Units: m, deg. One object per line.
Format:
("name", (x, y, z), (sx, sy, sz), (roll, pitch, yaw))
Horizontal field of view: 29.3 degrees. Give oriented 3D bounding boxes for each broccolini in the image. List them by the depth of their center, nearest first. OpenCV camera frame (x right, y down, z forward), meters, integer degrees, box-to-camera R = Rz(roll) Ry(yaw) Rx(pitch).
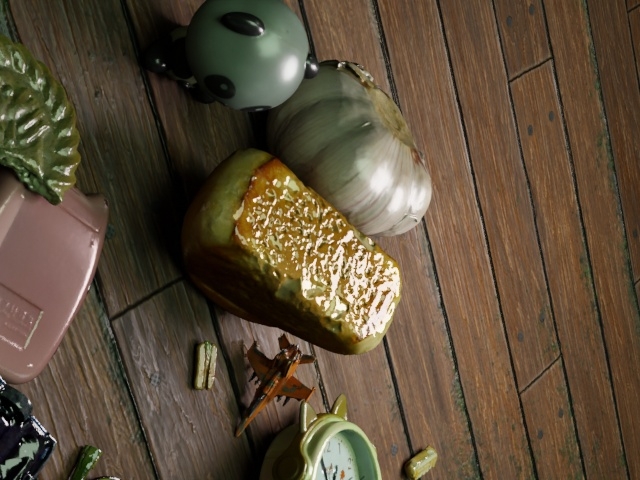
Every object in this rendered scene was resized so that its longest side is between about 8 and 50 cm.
("broccolini", (-0.392, 0.401, 1.738), (0.058, 0.071, 0.254), (26, 57, -3))

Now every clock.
("clock", (0.000, 0.442, 2.094), (0.286, 0.117, 0.348), (4, 82, -60))

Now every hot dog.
("hot dog", (-0.069, 0.028, 1.947), (0.405, 0.223, 0.185), (40, 60, -31))
("hot dog", (-0.188, 0.201, 1.970), (0.037, 0.021, 0.083), (9, 87, -29))

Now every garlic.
("garlic", (0.052, -0.143, 2.062), (0.322, 0.241, 0.321), (20, 53, -29))

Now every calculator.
("calculator", (-0.405, 0.040, 1.686), (0.220, 0.048, 0.329), (41, 60, -43))

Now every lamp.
("lamp", (-0.134, -0.282, 1.843), (0.198, 0.244, 0.197), (7, 81, -50))

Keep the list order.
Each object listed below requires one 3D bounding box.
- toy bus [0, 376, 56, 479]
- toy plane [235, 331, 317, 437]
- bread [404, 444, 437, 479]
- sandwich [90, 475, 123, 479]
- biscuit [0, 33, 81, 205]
("toy bus", (-0.478, 0.199, 1.508), (0.138, 0.175, 0.287), (-54, 129, -34))
("toy plane", (-0.086, 0.249, 2.044), (0.188, 0.135, 0.062), (-59, 166, 13))
("bread", (0.197, 0.441, 2.420), (0.088, 0.034, 0.049), (-29, 127, -41))
("sandwich", (-0.317, 0.385, 1.821), (0.101, 0.026, 0.069), (15, 84, -46))
("biscuit", (-0.422, -0.187, 1.638), (0.274, 0.036, 0.187), (34, 54, -34))
